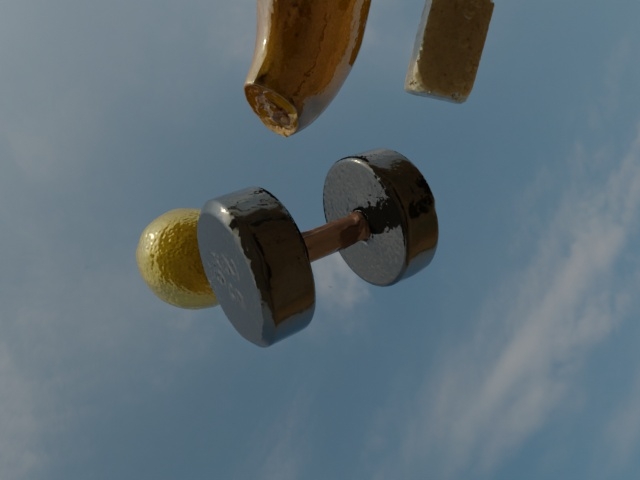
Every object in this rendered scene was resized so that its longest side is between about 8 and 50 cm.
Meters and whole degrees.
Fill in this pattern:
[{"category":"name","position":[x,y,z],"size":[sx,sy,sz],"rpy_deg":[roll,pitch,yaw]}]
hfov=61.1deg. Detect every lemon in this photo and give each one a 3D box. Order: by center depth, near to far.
[{"category":"lemon","position":[-0.222,0.030,0.933],"size":[0.203,0.178,0.178],"rpy_deg":[4,-95,18]}]

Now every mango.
[{"category":"mango","position":[-0.011,-0.319,0.733],"size":[0.187,0.144,0.360],"rpy_deg":[-3,-73,-57]}]

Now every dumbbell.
[{"category":"dumbbell","position":[0.000,0.000,0.565],"size":[0.218,0.152,0.153],"rpy_deg":[-22,-84,-29]}]

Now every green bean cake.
[{"category":"green bean cake","position":[0.220,-0.335,0.934],"size":[0.109,0.085,0.179],"rpy_deg":[13,-80,-4]}]
